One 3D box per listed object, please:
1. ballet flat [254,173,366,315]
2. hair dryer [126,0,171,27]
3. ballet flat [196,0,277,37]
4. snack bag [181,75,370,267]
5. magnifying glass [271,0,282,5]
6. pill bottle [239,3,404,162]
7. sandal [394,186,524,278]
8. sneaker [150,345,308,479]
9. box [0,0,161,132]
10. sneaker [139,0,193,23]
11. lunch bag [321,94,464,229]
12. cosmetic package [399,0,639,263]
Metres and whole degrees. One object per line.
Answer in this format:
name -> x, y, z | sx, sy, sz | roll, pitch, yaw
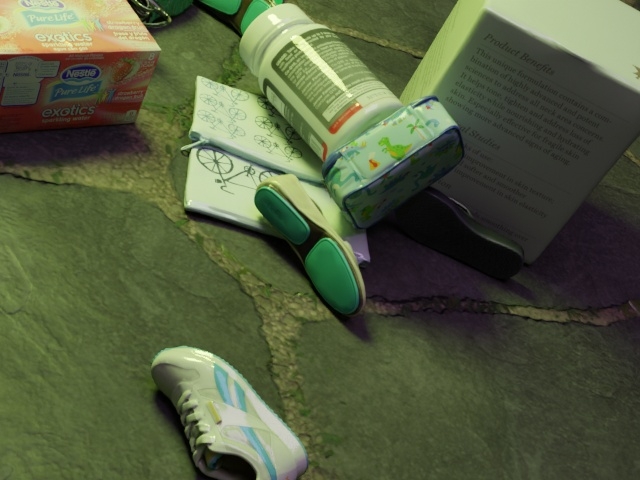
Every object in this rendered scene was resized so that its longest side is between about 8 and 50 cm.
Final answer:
ballet flat -> 0.000, 0.000, 1.441 | 0.086, 0.086, 0.248 | -27, 76, -47
hair dryer -> -0.372, -0.446, 1.623 | 0.223, 0.080, 0.293 | 34, 20, -32
ballet flat -> -0.132, -0.441, 1.845 | 0.280, 0.095, 0.096 | 42, 28, 14
snack bag -> -0.069, -0.121, 1.580 | 0.323, 0.037, 0.342 | 18, 40, -16
magnifying glass -> -0.097, -0.511, 1.997 | 0.092, 0.026, 0.231 | 36, 40, 6
pill bottle -> -0.001, -0.260, 1.617 | 0.161, 0.161, 0.283 | -17, 59, -43
sandal -> 0.229, -0.019, 1.624 | 0.254, 0.097, 0.054 | 33, 38, -14
sneaker -> -0.122, 0.216, 1.140 | 0.229, 0.087, 0.092 | 40, 41, 14
box -> -0.411, -0.265, 1.420 | 0.300, 0.154, 0.142 | -12, 55, -39
sneaker -> -0.313, -0.455, 1.750 | 0.098, 0.083, 0.224 | 34, 39, 11
lunch bag -> 0.113, -0.116, 1.487 | 0.090, 0.219, 0.176 | 57, 2, 22
cosmetic package -> 0.343, -0.244, 1.692 | 0.329, 0.393, 0.327 | 27, 38, -6
